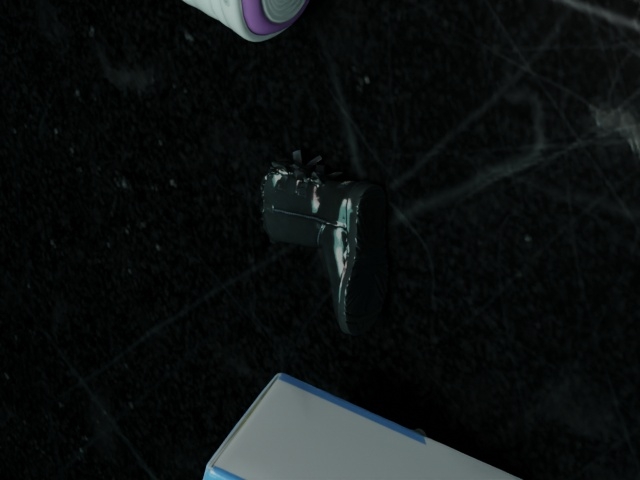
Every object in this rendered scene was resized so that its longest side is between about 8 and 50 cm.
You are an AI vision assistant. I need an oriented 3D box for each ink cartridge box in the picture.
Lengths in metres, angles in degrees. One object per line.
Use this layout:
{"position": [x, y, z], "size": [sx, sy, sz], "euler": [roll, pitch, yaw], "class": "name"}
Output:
{"position": [0.013, 0.282, 1.324], "size": [0.223, 0.129, 0.307], "euler": [23, 126, 10], "class": "ink cartridge box"}

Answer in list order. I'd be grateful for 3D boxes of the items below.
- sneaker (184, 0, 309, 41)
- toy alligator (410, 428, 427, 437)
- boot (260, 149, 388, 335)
{"position": [-0.076, -0.289, 1.230], "size": [0.152, 0.114, 0.305], "euler": [27, 125, 37], "class": "sneaker"}
{"position": [0.029, 0.212, 1.387], "size": [0.056, 0.051, 0.190], "euler": [45, 135, 24], "class": "toy alligator"}
{"position": [0.000, 0.000, 1.331], "size": [0.099, 0.045, 0.121], "euler": [16, 111, 41], "class": "boot"}
